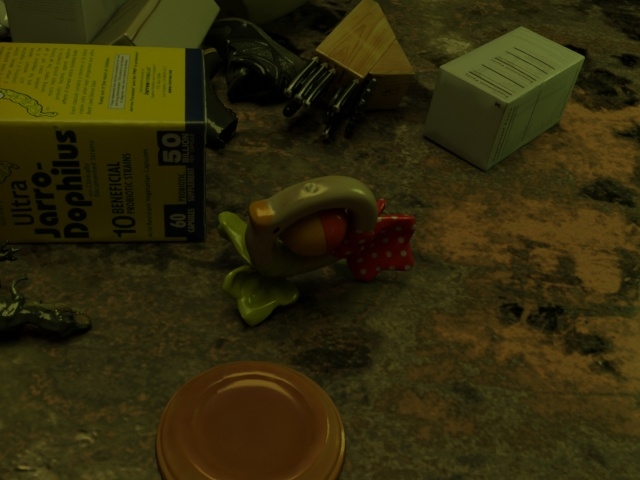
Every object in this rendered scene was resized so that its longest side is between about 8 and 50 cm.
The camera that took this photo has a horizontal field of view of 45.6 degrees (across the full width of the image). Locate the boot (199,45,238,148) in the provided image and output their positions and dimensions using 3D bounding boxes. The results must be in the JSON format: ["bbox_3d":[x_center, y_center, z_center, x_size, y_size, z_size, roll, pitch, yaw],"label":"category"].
[{"bbox_3d":[-0.177,-0.230,1.249,0.137,0.076,0.197,22,56,9],"label":"boot"}]

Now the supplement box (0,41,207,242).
[{"bbox_3d":[-0.331,-0.129,1.008,0.357,0.194,0.195,-1,42,-9],"label":"supplement box"}]

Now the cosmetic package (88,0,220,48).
[{"bbox_3d":[-0.284,-0.316,1.232,0.160,0.113,0.309,-27,31,25],"label":"cosmetic package"}]

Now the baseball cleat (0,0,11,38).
[{"bbox_3d":[-0.624,-0.421,1.391,0.109,0.072,0.206,-31,47,-22],"label":"baseball cleat"}]

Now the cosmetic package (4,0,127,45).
[{"bbox_3d":[-0.428,-0.420,1.302,0.138,0.224,0.224,7,41,3],"label":"cosmetic package"}]

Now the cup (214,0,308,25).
[{"bbox_3d":[-0.143,-0.546,1.460,0.331,0.331,0.236,25,69,19],"label":"cup"}]

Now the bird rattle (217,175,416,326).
[{"bbox_3d":[0.000,0.000,0.921,0.254,0.207,0.143,-10,62,-6],"label":"bird rattle"}]

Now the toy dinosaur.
[{"bbox_3d":[-0.406,0.066,0.880,0.268,0.064,0.118,-4,49,-9],"label":"toy dinosaur"}]

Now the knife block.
[{"bbox_3d":[0.022,-0.298,1.297,0.242,0.088,0.275,-5,56,-25],"label":"knife block"}]

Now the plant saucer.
[{"bbox_3d":[-0.071,0.199,0.794,0.200,0.037,0.200,4,42,-4],"label":"plant saucer"}]

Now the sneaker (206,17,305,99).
[{"bbox_3d":[-0.144,-0.319,1.334,0.227,0.087,0.130,39,44,24],"label":"sneaker"}]

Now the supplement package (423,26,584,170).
[{"bbox_3d":[0.307,-0.243,1.278,0.134,0.139,0.244,36,48,27],"label":"supplement package"}]
